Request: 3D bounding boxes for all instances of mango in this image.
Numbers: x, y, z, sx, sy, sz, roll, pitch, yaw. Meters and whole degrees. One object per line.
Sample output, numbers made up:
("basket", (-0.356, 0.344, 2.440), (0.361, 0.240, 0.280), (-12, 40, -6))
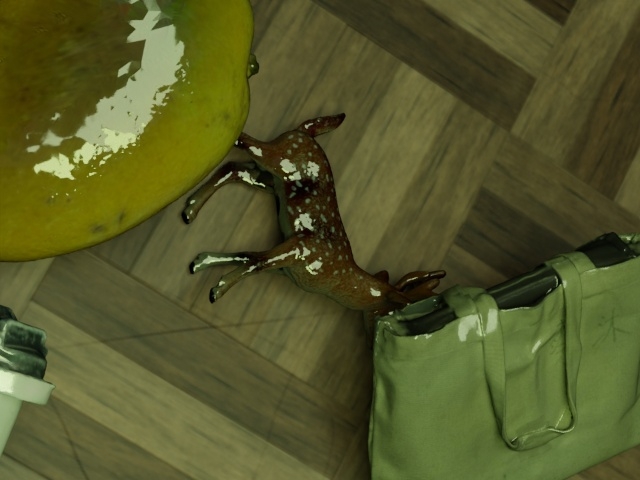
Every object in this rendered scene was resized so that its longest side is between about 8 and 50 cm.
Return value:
("mango", (-0.214, -0.127, 1.628), (0.365, 0.182, 0.253), (-39, 89, -17))

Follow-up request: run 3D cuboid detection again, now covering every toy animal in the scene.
("toy animal", (0.006, -0.001, 1.747), (0.260, 0.087, 0.243), (-8, 86, -18))

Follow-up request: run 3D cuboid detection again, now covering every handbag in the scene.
("handbag", (0.179, 0.137, 1.744), (0.316, 0.109, 0.253), (-18, 123, -21))

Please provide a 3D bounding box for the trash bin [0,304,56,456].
("trash bin", (-0.408, 0.198, 1.488), (0.296, 0.256, 0.367), (19, 84, -19))
